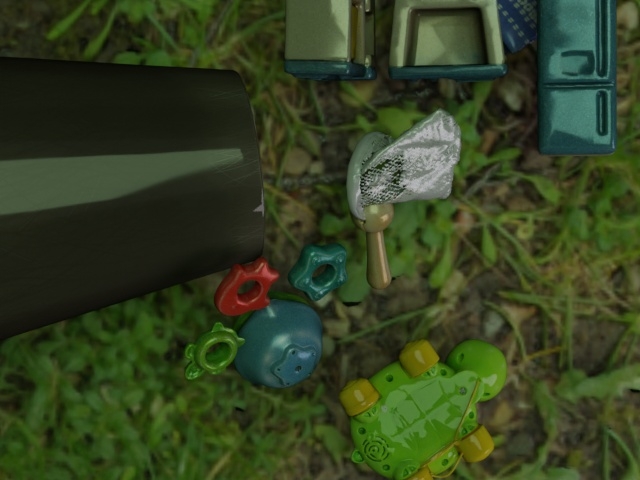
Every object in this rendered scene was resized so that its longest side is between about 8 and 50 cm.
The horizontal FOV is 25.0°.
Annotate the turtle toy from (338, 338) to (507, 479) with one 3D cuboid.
[{"bbox_3d":[0.075,0.115,0.995,0.130,0.066,0.095,-33,91,-8],"label":"turtle toy"}]

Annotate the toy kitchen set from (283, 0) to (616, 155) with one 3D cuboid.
[{"bbox_3d":[0.091,-0.113,0.943,0.207,0.166,0.122,-1,95,9],"label":"toy kitchen set"}]

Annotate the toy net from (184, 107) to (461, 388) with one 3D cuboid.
[{"bbox_3d":[0.000,0.000,0.943,0.122,0.045,0.232,23,107,-39],"label":"toy net"}]

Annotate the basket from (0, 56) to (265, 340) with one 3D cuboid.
[{"bbox_3d":[-0.158,-0.034,0.935,0.227,0.154,0.204,-7,93,-11],"label":"basket"}]

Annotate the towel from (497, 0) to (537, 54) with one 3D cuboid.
[{"bbox_3d":[0.200,-0.319,1.048,0.336,0.040,0.243,-36,91,-7],"label":"towel"}]
